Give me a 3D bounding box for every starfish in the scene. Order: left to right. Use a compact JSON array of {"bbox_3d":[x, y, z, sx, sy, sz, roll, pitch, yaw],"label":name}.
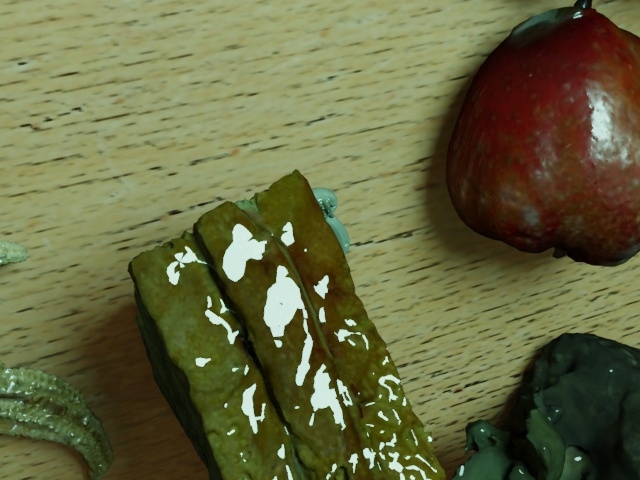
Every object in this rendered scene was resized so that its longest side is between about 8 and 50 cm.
[{"bbox_3d":[-0.301,0.138,0.777,0.302,0.060,0.299,-10,121,-24],"label":"starfish"}]

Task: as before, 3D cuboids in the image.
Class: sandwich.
[{"bbox_3d":[-0.032,0.120,0.749,0.131,0.325,0.262,-24,83,-11],"label":"sandwich"}]

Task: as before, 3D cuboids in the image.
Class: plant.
[{"bbox_3d":[0.231,0.202,0.931,0.312,0.213,0.215,5,114,-21],"label":"plant"}]

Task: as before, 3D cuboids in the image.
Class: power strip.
[{"bbox_3d":[0.000,0.000,0.852,0.055,0.035,0.083,-7,117,-19],"label":"power strip"}]

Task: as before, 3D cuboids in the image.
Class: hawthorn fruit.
[{"bbox_3d":[0.188,-0.085,0.821,0.185,0.185,0.202,1,94,-22],"label":"hawthorn fruit"}]
